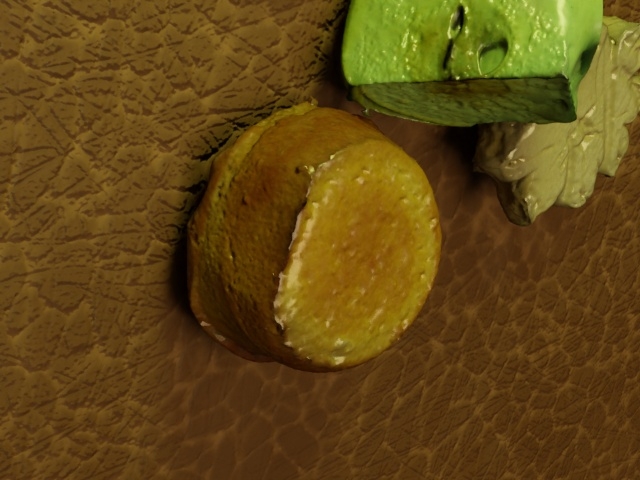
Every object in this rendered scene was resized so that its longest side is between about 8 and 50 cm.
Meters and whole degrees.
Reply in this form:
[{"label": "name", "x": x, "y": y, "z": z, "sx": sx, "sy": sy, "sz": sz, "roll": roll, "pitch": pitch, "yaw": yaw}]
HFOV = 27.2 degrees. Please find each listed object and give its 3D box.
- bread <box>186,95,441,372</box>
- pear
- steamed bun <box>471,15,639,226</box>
[{"label": "bread", "x": 0.000, "y": 0.005, "z": 1.477, "sx": 0.312, "sy": 0.172, "sz": 0.312, "roll": -16, "pitch": 117, "yaw": -35}, {"label": "pear", "x": 0.180, "y": -0.276, "z": 1.505, "sx": 0.176, "sy": 0.286, "sz": 0.281, "roll": 29, "pitch": 62, "yaw": -70}, {"label": "steamed bun", "x": 0.287, "y": -0.169, "z": 1.702, "sx": 0.292, "sy": 0.137, "sz": 0.295, "roll": 12, "pitch": 107, "yaw": -49}]
